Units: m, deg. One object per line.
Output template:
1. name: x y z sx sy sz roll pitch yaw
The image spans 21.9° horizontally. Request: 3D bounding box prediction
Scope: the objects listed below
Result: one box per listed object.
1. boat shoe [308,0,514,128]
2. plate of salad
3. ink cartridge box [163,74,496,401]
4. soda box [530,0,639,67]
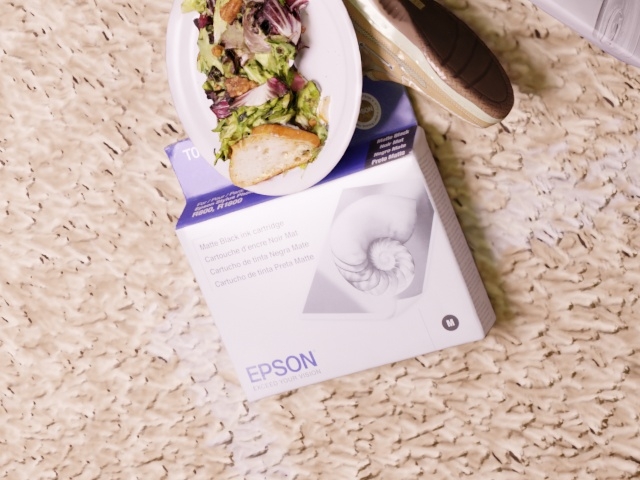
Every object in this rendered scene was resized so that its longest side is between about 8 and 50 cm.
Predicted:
1. boat shoe: 0.063 -0.146 1.247 0.190 0.068 0.072 46 130 11
2. plate of salad: -0.053 -0.131 1.268 0.199 0.048 0.200 13 111 38
3. ink cartridge box: 0.000 0.000 1.322 0.223 0.045 0.224 -18 101 24
4. soda box: 0.134 -0.226 1.111 0.286 0.091 0.098 31 96 -16
